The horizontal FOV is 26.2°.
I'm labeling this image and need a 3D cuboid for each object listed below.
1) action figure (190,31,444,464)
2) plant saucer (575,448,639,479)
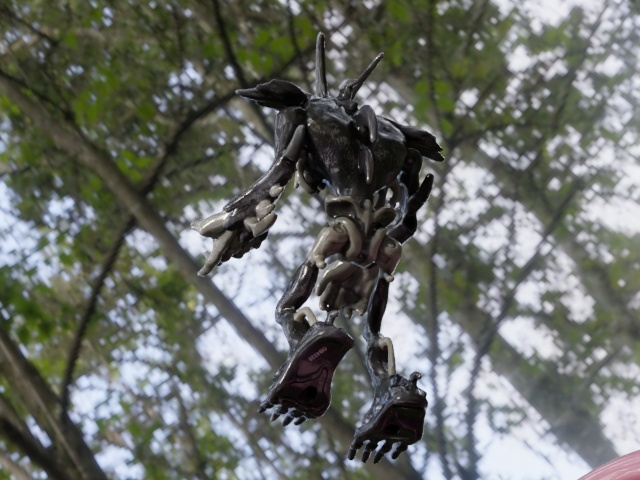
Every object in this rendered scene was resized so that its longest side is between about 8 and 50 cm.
[{"bbox_3d":[0.000,0.000,0.902,0.164,0.275,0.141,21,-41,-28],"label":"action figure"},{"bbox_3d":[0.167,0.267,0.702,0.084,0.332,0.332,31,-76,-21],"label":"plant saucer"}]
